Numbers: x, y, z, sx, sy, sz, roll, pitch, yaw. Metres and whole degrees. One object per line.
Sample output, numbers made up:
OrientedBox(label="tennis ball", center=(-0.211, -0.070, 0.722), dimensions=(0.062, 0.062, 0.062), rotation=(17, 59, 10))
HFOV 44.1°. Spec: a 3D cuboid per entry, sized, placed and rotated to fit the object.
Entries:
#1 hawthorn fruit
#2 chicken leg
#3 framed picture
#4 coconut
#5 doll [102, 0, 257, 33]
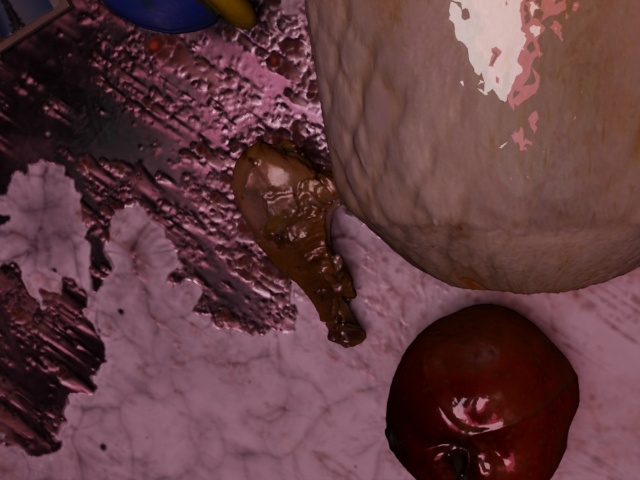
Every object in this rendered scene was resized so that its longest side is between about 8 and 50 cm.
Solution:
OrientedBox(label="hawthorn fruit", center=(0.126, 0.144, 0.642), dimensions=(0.156, 0.194, 0.157), rotation=(7, 110, 20))
OrientedBox(label="chicken leg", center=(-0.003, 0.001, 0.706), dimensions=(0.101, 0.085, 0.208), rotation=(-26, 103, 2))
OrientedBox(label="framed picture", center=(-0.315, -0.264, 0.757), dimensions=(0.109, 0.011, 0.149), rotation=(-26, 94, 16))
OrientedBox(label="coconut", center=(0.143, -0.135, 0.542), dimensions=(0.328, 0.329, 0.329), rotation=(2, 101, 13))
OrientedBox(label="doll", center=(-0.123, -0.310, 0.628), dimensions=(0.311, 0.159, 0.242), rotation=(46, 108, 5))
